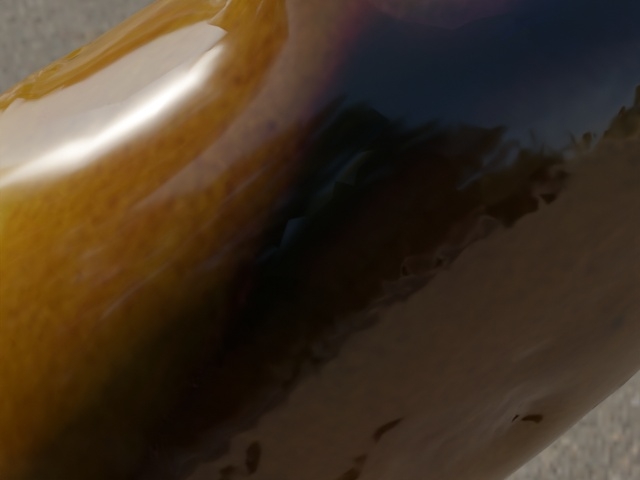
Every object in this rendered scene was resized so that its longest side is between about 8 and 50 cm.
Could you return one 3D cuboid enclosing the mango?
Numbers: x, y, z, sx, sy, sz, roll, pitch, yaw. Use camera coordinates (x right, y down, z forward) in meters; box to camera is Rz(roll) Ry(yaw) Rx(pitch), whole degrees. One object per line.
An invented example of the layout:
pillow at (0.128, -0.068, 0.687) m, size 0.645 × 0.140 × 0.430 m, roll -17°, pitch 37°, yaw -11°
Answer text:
mango at (0.000, 0.000, 0.523) m, size 0.287 × 0.201 × 0.152 m, roll -38°, pitch 54°, yaw 2°
